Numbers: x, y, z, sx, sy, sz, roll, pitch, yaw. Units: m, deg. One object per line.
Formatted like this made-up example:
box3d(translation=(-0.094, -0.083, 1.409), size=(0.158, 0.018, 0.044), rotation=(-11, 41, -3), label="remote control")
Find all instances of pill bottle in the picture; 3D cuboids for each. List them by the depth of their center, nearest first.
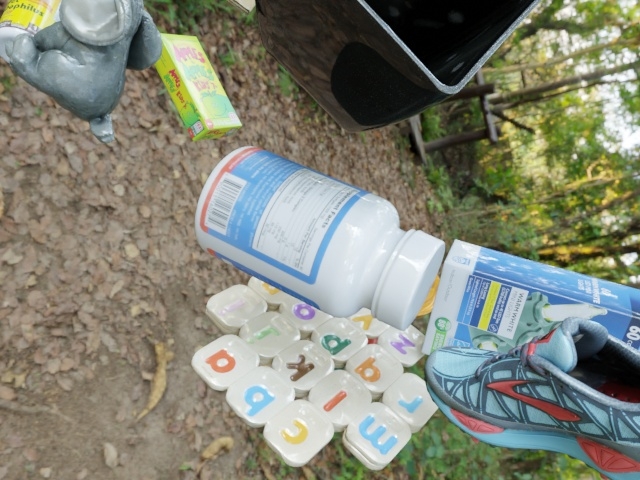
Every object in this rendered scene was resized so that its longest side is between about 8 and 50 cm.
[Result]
box3d(translation=(0.000, 0.000, 0.539), size=(0.124, 0.222, 0.124), rotation=(-52, 157, -32), label="pill bottle")
box3d(translation=(-0.654, -0.504, 1.261), size=(0.117, 0.117, 0.214), rotation=(50, 37, -54), label="pill bottle")

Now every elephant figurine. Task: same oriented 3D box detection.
box3d(translation=(-0.302, -0.300, 0.760), size=(0.186, 0.239, 0.169), rotation=(38, 9, -37), label="elephant figurine")

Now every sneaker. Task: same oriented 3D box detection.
box3d(translation=(0.201, 0.110, 0.463), size=(0.104, 0.262, 0.125), rotation=(-33, 117, -39), label="sneaker")

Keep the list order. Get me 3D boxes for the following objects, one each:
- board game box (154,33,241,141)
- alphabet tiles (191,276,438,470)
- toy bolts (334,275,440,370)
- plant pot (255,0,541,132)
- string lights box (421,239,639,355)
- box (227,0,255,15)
box3d(translation=(-0.218, -0.266, 0.959), size=(0.092, 0.043, 0.181), rotation=(-26, 89, -56), label="board game box")
box3d(translation=(0.001, 0.138, 0.669), size=(0.278, 0.284, 0.021), rotation=(-27, 147, -46), label="alphabet tiles")
box3d(translation=(0.076, 0.121, 0.972), size=(0.158, 0.218, 0.228), rotation=(154, -50, -73), label="toy bolts")
box3d(translation=(0.051, -0.202, 0.475), size=(0.187, 0.167, 0.188), rotation=(44, 65, -4), label="plant pot")
box3d(translation=(0.265, 0.103, 0.650), size=(0.077, 0.260, 0.133), rotation=(-44, 146, -58), label="string lights box")
box3d(translation=(-0.166, -0.584, 1.127), size=(0.164, 0.021, 0.201), rotation=(33, 72, -12), label="box")
